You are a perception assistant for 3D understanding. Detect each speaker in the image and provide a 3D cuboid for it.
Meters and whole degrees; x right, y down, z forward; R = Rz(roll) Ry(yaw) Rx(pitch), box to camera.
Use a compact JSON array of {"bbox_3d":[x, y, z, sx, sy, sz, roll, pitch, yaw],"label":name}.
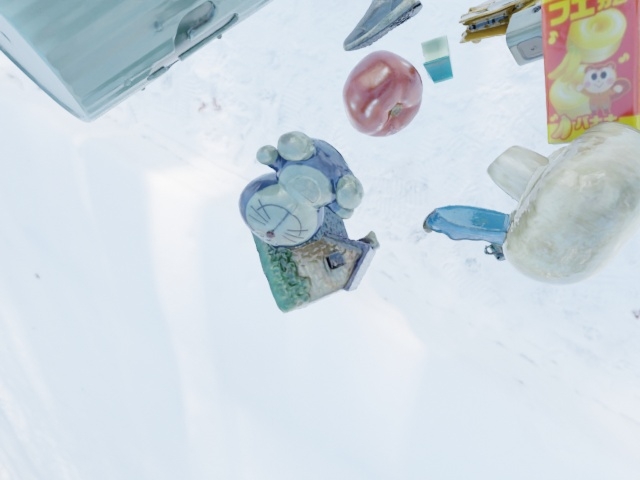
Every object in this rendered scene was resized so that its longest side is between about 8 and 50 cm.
[{"bbox_3d":[0.672,0.035,1.575,0.060,0.094,0.076,-54,42,39],"label":"speaker"}]

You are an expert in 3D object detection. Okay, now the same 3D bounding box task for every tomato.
[{"bbox_3d":[0.209,-0.514,1.433,0.299,0.298,0.226,-56,50,39],"label":"tomato"}]

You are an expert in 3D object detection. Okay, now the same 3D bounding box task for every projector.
[{"bbox_3d":[0.420,-0.400,0.800,0.083,0.083,0.082,35,159,-34],"label":"projector"}]

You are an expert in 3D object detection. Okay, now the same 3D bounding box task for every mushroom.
[{"bbox_3d":[0.373,-0.069,0.654,0.234,0.254,0.260,37,94,26],"label":"mushroom"}]

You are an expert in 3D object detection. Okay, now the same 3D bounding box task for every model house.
[{"bbox_3d":[0.000,0.000,1.087,0.279,0.245,0.313,-22,78,9],"label":"model house"},{"bbox_3d":[0.446,-0.672,1.571,0.100,0.127,0.149,-10,83,24],"label":"model house"}]

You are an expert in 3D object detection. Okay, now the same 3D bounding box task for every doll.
[{"bbox_3d":[-0.054,-0.090,0.840,0.228,0.154,0.258,33,118,-22],"label":"doll"}]

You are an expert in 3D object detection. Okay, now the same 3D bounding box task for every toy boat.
[{"bbox_3d":[0.311,-0.027,0.885,0.185,0.075,0.077,11,143,20],"label":"toy boat"}]

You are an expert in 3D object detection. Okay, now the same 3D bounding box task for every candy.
[{"bbox_3d":[0.451,-0.302,0.669,0.146,0.088,0.276,11,119,56],"label":"candy"}]

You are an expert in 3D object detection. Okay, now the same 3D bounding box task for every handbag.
[{"bbox_3d":[0.653,-0.804,1.459,0.282,0.401,0.133,1,126,32],"label":"handbag"}]

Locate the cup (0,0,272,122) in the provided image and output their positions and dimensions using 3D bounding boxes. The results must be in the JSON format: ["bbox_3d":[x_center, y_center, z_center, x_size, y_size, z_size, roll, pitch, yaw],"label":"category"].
[{"bbox_3d":[-0.264,-0.371,0.599,0.310,0.392,0.401,37,163,13],"label":"cup"}]

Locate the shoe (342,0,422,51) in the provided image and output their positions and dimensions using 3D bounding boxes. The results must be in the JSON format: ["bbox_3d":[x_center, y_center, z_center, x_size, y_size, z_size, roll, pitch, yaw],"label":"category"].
[{"bbox_3d":[0.127,-0.499,0.926,0.194,0.074,0.077,-20,102,34],"label":"shoe"}]
